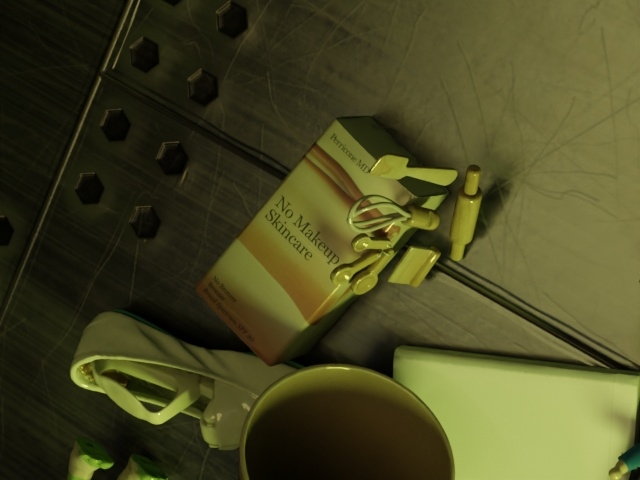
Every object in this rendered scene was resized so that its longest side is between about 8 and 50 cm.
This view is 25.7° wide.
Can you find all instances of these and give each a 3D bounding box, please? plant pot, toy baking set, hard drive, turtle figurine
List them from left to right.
[{"bbox_3d":[-0.319,0.424,1.897,0.197,0.275,0.266,28,97,2],"label":"turtle figurine"},{"bbox_3d":[0.005,0.333,1.725,0.256,0.256,0.274,38,143,15],"label":"plant pot"},{"bbox_3d":[0.108,-0.017,1.653,0.030,0.196,0.256,53,150,32],"label":"toy baking set"},{"bbox_3d":[0.237,0.247,1.740,0.307,0.040,0.203,5,97,22],"label":"hard drive"}]

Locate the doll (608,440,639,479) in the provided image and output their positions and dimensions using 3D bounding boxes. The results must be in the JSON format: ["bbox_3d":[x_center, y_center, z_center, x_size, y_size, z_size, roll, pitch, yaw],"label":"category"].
[{"bbox_3d":[0.390,0.288,1.651,0.129,0.046,0.189,16,89,-22],"label":"doll"}]

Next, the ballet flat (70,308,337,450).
[{"bbox_3d":[-0.157,0.205,1.843,0.400,0.139,0.139,17,102,22],"label":"ballet flat"}]

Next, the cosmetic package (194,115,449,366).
[{"bbox_3d":[0.000,0.000,1.764,0.153,0.129,0.296,44,109,14],"label":"cosmetic package"}]
